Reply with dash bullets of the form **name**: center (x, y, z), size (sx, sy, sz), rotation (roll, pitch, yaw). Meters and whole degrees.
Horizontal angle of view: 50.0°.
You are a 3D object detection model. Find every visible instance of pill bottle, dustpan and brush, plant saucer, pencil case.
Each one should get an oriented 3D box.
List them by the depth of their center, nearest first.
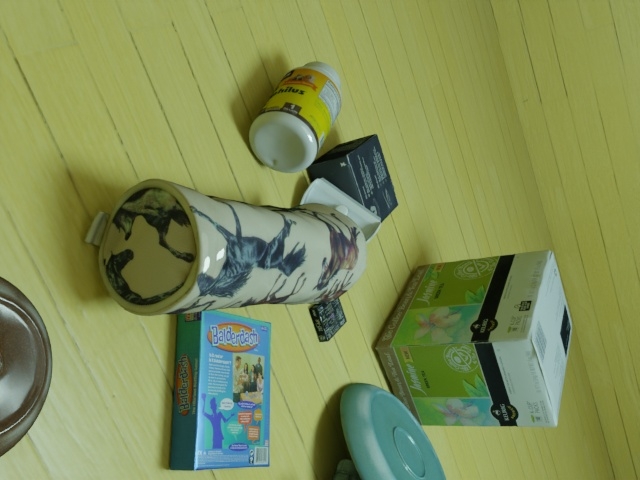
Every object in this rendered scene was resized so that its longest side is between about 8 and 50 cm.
- **plant saucer**: center (-0.334, 0.121, 0.662), size (0.199, 0.036, 0.198), rotation (23, 62, -54)
- **pencil case**: center (-0.107, 0.013, 0.945), size (0.410, 0.184, 0.159), rotation (4, 97, -58)
- **pill bottle**: center (-0.034, -0.220, 1.181), size (0.117, 0.117, 0.215), rotation (59, 36, -31)
- **dustpan and brush**: center (0.000, 0.000, 1.207), size (0.211, 0.147, 0.060), rotation (-54, 178, -12)
- **plant saucer**: center (0.148, 0.393, 1.244), size (0.317, 0.044, 0.317), rotation (49, 19, -23)

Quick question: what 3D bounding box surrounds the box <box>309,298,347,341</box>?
- **box**: center (0.015, 0.137, 1.252), size (0.083, 0.018, 0.067), rotation (-39, 115, -56)

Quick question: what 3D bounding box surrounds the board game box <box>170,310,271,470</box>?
- **board game box**: center (-0.133, 0.208, 0.957), size (0.160, 0.047, 0.210), rotation (25, 61, -53)

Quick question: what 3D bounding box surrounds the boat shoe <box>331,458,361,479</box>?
- **boat shoe**: center (0.122, 0.465, 1.240), size (0.319, 0.116, 0.099), rotation (33, 58, -45)

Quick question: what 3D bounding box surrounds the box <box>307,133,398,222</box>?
- **box**: center (0.067, -0.106, 1.338), size (0.158, 0.093, 0.155), rotation (-43, 118, -56)

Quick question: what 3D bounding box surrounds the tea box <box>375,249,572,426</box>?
- **tea box**: center (0.340, 0.208, 1.470), size (0.329, 0.324, 0.219), rotation (-53, 126, -52)
